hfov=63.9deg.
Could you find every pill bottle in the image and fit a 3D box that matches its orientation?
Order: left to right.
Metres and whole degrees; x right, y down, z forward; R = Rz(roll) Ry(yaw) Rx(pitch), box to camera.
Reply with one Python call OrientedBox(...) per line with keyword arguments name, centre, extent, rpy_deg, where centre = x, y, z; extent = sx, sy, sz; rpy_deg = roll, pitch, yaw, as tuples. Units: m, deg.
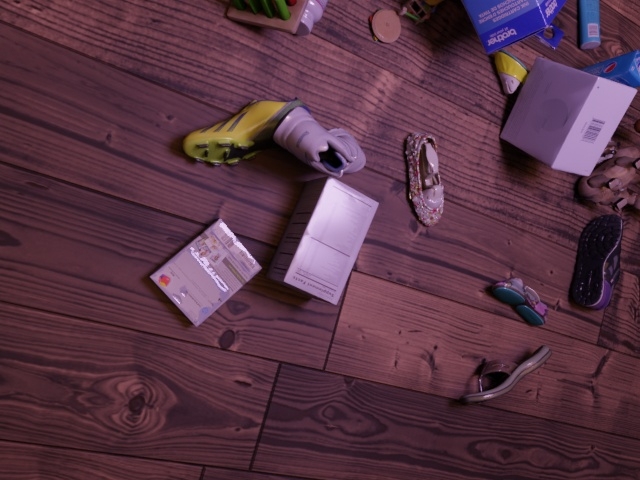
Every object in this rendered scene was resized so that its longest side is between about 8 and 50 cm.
OrientedBox(name="pill bottle", centre=(-0.025, -0.542, 1.136), extent=(0.087, 0.087, 0.160), rpy_deg=(24, 82, -21))

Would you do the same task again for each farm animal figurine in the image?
OrientedBox(name="farm animal figurine", centre=(0.889, -0.188, 1.495), extent=(0.327, 0.172, 0.330), rpy_deg=(-21, 107, -9))

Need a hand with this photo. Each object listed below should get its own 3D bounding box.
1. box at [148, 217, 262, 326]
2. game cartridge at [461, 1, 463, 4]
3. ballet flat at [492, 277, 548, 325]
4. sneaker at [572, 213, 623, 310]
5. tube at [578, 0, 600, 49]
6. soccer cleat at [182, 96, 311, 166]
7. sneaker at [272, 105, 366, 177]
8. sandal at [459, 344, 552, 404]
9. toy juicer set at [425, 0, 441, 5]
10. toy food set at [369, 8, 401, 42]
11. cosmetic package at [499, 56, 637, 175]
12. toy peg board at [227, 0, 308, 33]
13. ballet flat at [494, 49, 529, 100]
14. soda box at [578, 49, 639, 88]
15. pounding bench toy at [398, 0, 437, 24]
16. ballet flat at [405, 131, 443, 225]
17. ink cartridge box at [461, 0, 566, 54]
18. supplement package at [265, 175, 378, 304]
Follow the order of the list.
OrientedBox(name="box", centre=(-0.240, 0.066, 1.085), extent=(0.186, 0.038, 0.145), rpy_deg=(-43, 106, -17))
OrientedBox(name="game cartridge", centre=(0.354, -0.714, 1.229), extent=(0.323, 0.053, 0.285), rpy_deg=(48, 51, -29))
OrientedBox(name="ballet flat", centre=(0.548, 0.153, 1.405), extent=(0.222, 0.077, 0.079), rpy_deg=(35, 60, -24))
OrientedBox(name="sneaker", centre=(0.829, 0.066, 1.514), extent=(0.124, 0.107, 0.283), rpy_deg=(21, 87, -37))
OrientedBox(name="tube", centre=(0.784, -0.666, 1.497), extent=(0.080, 0.052, 0.206), rpy_deg=(4, 84, -28))
OrientedBox(name="soccer cleat", centre=(-0.156, -0.240, 1.101), extent=(0.289, 0.093, 0.121), rpy_deg=(-16, 72, -19))
OrientedBox(name="sneaker", centre=(0.021, -0.178, 1.089), extent=(0.111, 0.129, 0.297), rpy_deg=(-52, 154, 19))
OrientedBox(name="sandal", centre=(0.481, 0.350, 1.368), extent=(0.303, 0.120, 0.086), rpy_deg=(-26, 73, -22))
OrientedBox(name="toy juicer set", centre=(0.215, -0.728, 1.189), extent=(0.329, 0.090, 0.209), rpy_deg=(38, 59, -21))
OrientedBox(name="toy food set", centre=(0.158, -0.522, 1.249), extent=(0.083, 0.020, 0.083), rpy_deg=(-4, 93, -22))
OrientedBox(name="cosmetic package", centre=(0.610, -0.314, 1.293), extent=(0.138, 0.224, 0.223), rpy_deg=(6, 118, -24))
OrientedBox(name="toy peg board", centre=(-0.105, -0.536, 1.064), extent=(0.161, 0.079, 0.160), rpy_deg=(19, 83, 15))
OrientedBox(name="ballet flat", centre=(0.543, -0.416, 1.388), extent=(0.231, 0.077, 0.077), rpy_deg=(32, 96, -22))
OrientedBox(name="soda box", centre=(0.777, -0.443, 1.407), extent=(0.067, 0.210, 0.071), rpy_deg=(32, 78, -20))
OrientedBox(name="pounding bench toy", centre=(0.237, -0.566, 1.264), extent=(0.065, 0.052, 0.083), rpy_deg=(43, 75, -18))
OrientedBox(name="ballet flat", centre=(0.264, -0.151, 1.271), extent=(0.091, 0.077, 0.240), rpy_deg=(-17, 98, -22))
OrientedBox(name="ink cartridge box", centre=(0.414, -0.602, 1.129), extent=(0.270, 0.151, 0.395), rpy_deg=(-50, 117, -37))
OrientedBox(name="supplement package", centre=(0.000, 0.000, 1.132), extent=(0.139, 0.134, 0.243), rpy_deg=(27, 80, -21))
